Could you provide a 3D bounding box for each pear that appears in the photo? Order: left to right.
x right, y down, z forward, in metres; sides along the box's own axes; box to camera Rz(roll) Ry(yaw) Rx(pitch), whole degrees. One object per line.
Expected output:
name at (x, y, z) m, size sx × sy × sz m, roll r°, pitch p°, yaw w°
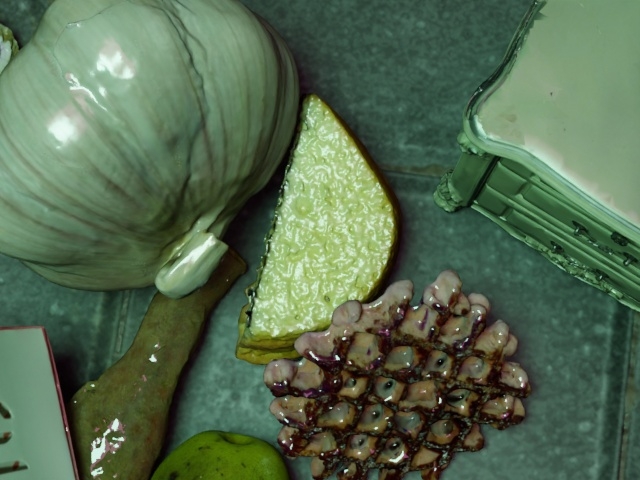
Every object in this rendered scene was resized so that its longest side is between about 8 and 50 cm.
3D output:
pear at (-0.097, 0.235, 0.940) m, size 0.141 × 0.104 × 0.141 m, roll -21°, pitch 56°, yaw 34°

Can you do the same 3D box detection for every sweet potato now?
sweet potato at (-0.184, 0.165, 0.976) m, size 0.109 × 0.109 × 0.385 m, roll 26°, pitch 84°, yaw 6°

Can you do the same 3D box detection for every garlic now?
garlic at (-0.158, -0.091, 0.908) m, size 0.241 × 0.322 × 0.322 m, roll 29°, pitch 84°, yaw 2°

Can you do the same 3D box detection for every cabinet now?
cabinet at (0.275, -0.071, 0.883) m, size 0.290 × 0.318 × 0.227 m, roll 32°, pitch 83°, yaw 6°

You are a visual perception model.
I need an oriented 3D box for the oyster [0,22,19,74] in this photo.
oyster at (-0.385, -0.181, 1.047) m, size 0.191 × 0.081 × 0.163 m, roll 22°, pitch 88°, yaw 9°

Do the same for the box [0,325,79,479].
box at (-0.389, 0.250, 0.824) m, size 0.312 × 0.314 × 0.300 m, roll -21°, pitch 78°, yaw 26°

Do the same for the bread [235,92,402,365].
bread at (0.010, -0.003, 0.980) m, size 0.134 × 0.129 × 0.260 m, roll 13°, pitch 85°, yaw -4°

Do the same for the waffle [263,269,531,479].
waffle at (0.066, 0.134, 0.946) m, size 0.234 × 0.055 × 0.221 m, roll -29°, pitch 124°, yaw 6°
